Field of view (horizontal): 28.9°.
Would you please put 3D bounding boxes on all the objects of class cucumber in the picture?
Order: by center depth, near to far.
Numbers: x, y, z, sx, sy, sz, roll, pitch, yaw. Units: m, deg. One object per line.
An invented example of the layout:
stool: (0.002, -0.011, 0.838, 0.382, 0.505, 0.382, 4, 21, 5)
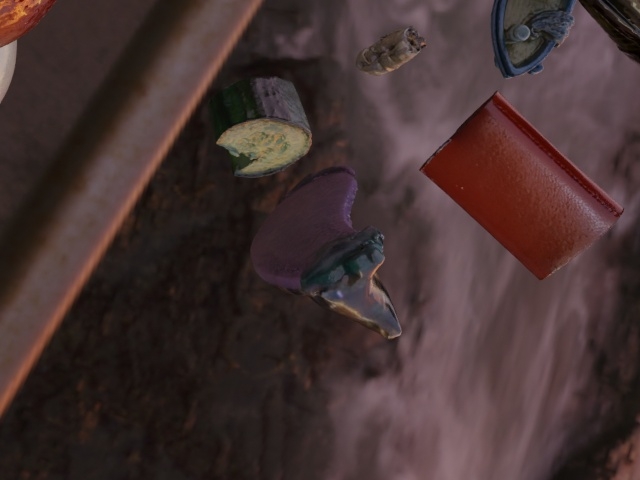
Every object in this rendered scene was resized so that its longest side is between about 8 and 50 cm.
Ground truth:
cucumber: (-0.113, -0.218, 2.338, 0.191, 0.191, 0.130, 22, 39, -56)

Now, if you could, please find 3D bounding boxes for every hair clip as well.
hair clip: (-0.002, 0.001, 1.167, 0.096, 0.358, 0.110, 18, 104, -18)

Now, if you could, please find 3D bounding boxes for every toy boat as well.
toy boat: (0.282, -0.308, 1.552, 0.109, 0.098, 0.238, 25, 87, -16)

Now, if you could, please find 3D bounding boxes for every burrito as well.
burrito: (0.086, -0.240, 1.599, 0.041, 0.185, 0.045, -45, 99, -14)

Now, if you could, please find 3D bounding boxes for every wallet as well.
wallet: (0.232, -0.061, 1.446, 0.142, 0.204, 0.045, -45, -176, 37)

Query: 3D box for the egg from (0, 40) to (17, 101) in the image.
egg: (-0.580, -0.290, 1.789, 0.283, 0.283, 0.345, 13, 61, -56)

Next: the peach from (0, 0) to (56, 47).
peach: (-0.350, -0.290, 1.160, 0.281, 0.281, 0.238, -47, 113, -36)

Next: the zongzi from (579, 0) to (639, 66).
zongzi: (0.379, -0.313, 1.303, 0.403, 0.208, 0.432, 32, 31, -18)
